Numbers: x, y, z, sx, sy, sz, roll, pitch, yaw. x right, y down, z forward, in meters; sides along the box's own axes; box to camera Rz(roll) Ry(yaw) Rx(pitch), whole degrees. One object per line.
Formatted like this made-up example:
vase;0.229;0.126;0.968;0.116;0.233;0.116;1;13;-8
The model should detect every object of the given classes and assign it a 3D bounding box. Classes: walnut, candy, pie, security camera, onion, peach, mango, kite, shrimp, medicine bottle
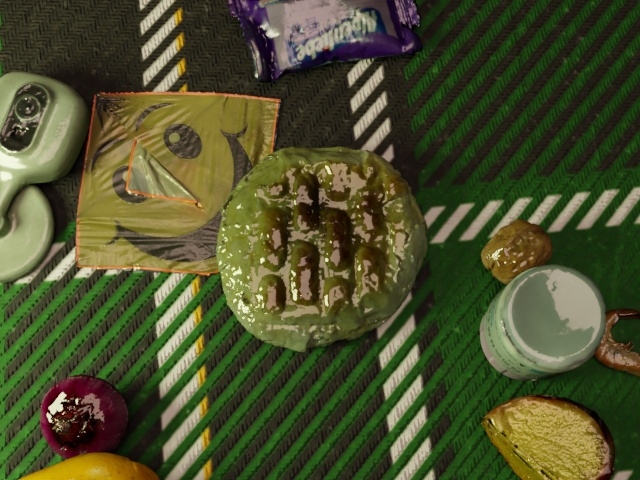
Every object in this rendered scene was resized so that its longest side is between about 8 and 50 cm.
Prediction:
walnut;0.268;0.015;1.213;0.096;0.082;0.079;-38;51;-7
candy;0.010;-0.318;1.305;0.275;0.070;0.145;-12;82;-7
pie;0.000;0.000;1.216;0.306;0.071;0.306;1;76;-5
security camera;-0.430;-0.089;1.247;0.157;0.080;0.301;17;79;4
onion;-0.307;0.229;1.148;0.115;0.104;0.115;0;88;16
peach;0.290;0.266;1.142;0.172;0.092;0.127;18;71;17
mango;-0.303;0.340;1.111;0.217;0.102;0.141;-2;116;8
kite;-0.217;-0.103;1.280;0.377;0.013;0.327;-44;79;-9
shrimp;0.430;0.145;1.204;0.127;0.025;0.091;32;77;11
medicine bottle;0.278;0.111;1.140;0.135;0.168;0.135;0;76;1
